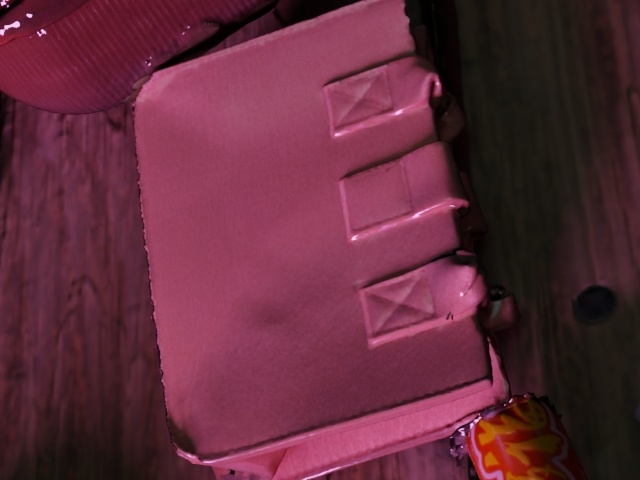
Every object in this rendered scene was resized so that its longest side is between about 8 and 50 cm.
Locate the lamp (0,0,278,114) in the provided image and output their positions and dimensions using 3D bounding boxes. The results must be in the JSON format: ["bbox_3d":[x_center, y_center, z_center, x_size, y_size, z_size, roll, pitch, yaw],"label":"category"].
[{"bbox_3d":[-0.097,-0.166,0.899,0.258,0.180,0.180,-34,54,4],"label":"lamp"}]

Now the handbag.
[{"bbox_3d":[0.000,0.000,0.833,0.157,0.059,0.212,-19,57,14],"label":"handbag"}]

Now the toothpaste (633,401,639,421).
[{"bbox_3d":[0.228,-0.008,0.748,0.078,0.047,0.248,31,79,38],"label":"toothpaste"}]

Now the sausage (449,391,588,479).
[{"bbox_3d":[0.098,0.131,0.722,0.050,0.048,0.145,-4,53,-24],"label":"sausage"}]
